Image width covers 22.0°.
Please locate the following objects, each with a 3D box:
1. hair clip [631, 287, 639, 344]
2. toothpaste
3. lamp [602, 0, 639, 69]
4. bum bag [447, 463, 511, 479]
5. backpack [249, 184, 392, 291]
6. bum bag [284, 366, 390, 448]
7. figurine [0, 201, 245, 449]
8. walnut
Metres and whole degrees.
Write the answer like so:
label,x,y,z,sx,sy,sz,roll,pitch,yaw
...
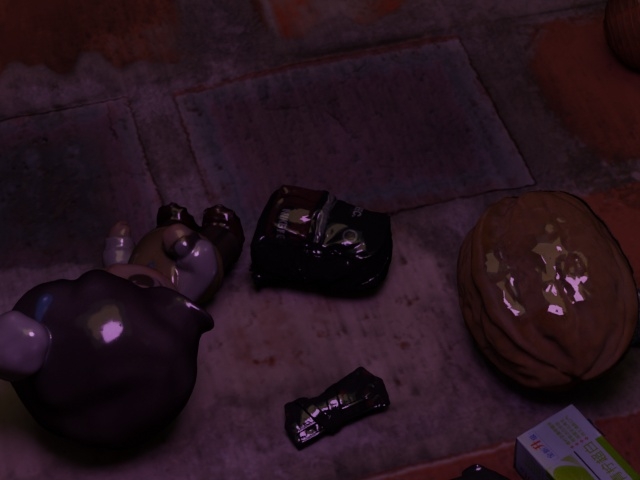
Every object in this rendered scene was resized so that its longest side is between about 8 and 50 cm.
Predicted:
label,x,y,z,sx,sy,sz,roll,pitch,yaw
hair clip,0.308,0.041,1.929,0.036,0.066,0.229,-2,36,-40
toothpaste,0.331,0.311,1.671,0.081,0.067,0.336,-28,52,-19
lamp,0.439,-0.290,2.176,0.136,0.136,0.136,-1,47,1
bum bag,0.089,0.316,1.666,0.326,0.080,0.142,-11,55,-13
backpack,0.002,-0.002,1.936,0.165,0.106,0.120,3,43,9
bum bag,0.016,0.182,1.814,0.124,0.034,0.058,-25,65,-20
figurine,-0.201,0.064,1.810,0.218,0.206,0.365,13,49,14
walnut,0.248,0.055,1.821,0.198,0.198,0.245,-13,62,-11
